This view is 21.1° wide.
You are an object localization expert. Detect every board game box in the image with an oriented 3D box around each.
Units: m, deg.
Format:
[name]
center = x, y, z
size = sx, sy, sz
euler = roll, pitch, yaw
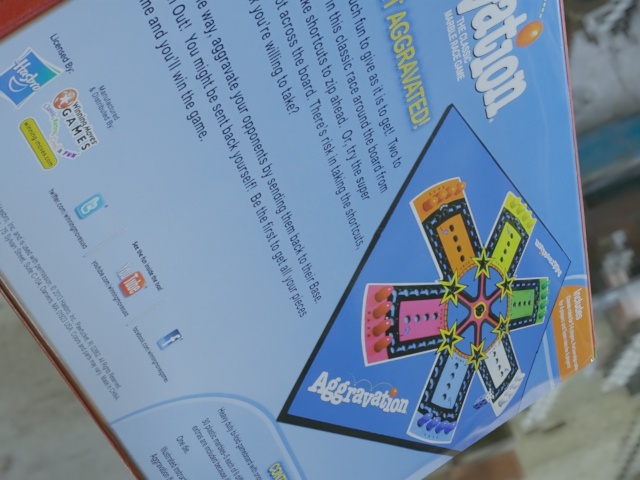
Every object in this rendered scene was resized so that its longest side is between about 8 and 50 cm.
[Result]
[board game box]
center = 0.000, 0.000, 0.433
size = 0.145, 0.027, 0.281
euler = -32, 149, -8
